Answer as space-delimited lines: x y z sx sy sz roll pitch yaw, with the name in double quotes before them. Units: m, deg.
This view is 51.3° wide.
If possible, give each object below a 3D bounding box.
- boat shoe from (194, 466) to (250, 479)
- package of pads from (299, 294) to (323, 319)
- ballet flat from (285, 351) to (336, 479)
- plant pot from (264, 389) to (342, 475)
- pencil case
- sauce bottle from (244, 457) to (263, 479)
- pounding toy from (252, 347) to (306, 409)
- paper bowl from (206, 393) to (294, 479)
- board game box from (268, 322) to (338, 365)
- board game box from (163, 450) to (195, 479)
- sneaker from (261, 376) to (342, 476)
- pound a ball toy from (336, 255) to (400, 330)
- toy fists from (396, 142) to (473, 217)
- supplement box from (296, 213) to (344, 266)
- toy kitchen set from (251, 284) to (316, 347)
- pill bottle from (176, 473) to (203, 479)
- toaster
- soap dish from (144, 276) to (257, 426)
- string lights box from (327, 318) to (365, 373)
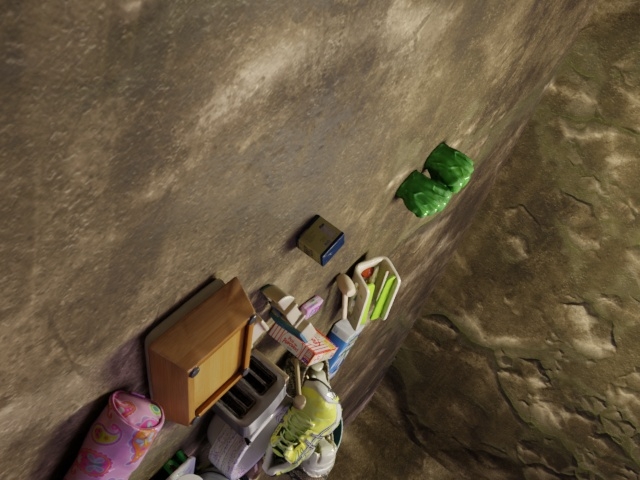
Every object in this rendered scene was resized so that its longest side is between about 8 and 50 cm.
"boat shoe" -0.307 0.797 2.138 0.156 0.186 0.500 -49 167 -30
"package of pads" -0.031 0.200 1.956 0.083 0.032 0.050 -31 154 -49
"ballet flat" -0.021 0.572 2.077 0.164 0.182 0.483 -3 89 -32
"plant pot" -0.098 0.623 2.248 0.290 0.290 0.195 -47 -163 -20
"pencil case" -0.417 0.427 1.290 0.284 0.124 0.124 -57 162 14
"sauce bottle" -0.266 0.814 2.374 0.111 0.111 0.344 -33 151 -47
"pounding toy" -0.126 0.395 1.795 0.181 0.206 0.094 -44 160 -29
"paper bowl" -0.213 0.531 1.921 0.284 0.148 0.284 -46 160 -22
"board game box" -0.046 0.285 1.892 0.045 0.146 0.193 -56 162 9
"board game box" -0.509 0.792 1.820 0.390 0.050 0.390 -39 157 -39
"sneaker" -0.055 0.541 1.873 0.147 0.145 0.385 -35 152 -48
"pound a ball toy" 0.125 0.168 2.183 0.208 0.136 0.319 -18 149 -18
"toy fists" 0.365 -0.178 2.073 0.279 0.142 0.096 -44 160 -25
"supplement box" 0.000 0.000 1.587 0.083 0.083 0.056 -47 161 -19
"toy kitchen set" -0.135 0.211 1.645 0.166 0.122 0.207 -48 141 -16
"pill bottle" -0.363 0.718 1.769 0.124 0.124 0.222 -33 153 -47
"toaster" -0.187 0.384 1.666 0.168 0.185 0.110 -45 164 -23
"soap dish" -0.241 0.237 1.368 0.229 0.118 0.291 -41 157 -34
"string lights box" 0.052 0.407 2.464 0.133 0.076 0.260 -23 145 -60
